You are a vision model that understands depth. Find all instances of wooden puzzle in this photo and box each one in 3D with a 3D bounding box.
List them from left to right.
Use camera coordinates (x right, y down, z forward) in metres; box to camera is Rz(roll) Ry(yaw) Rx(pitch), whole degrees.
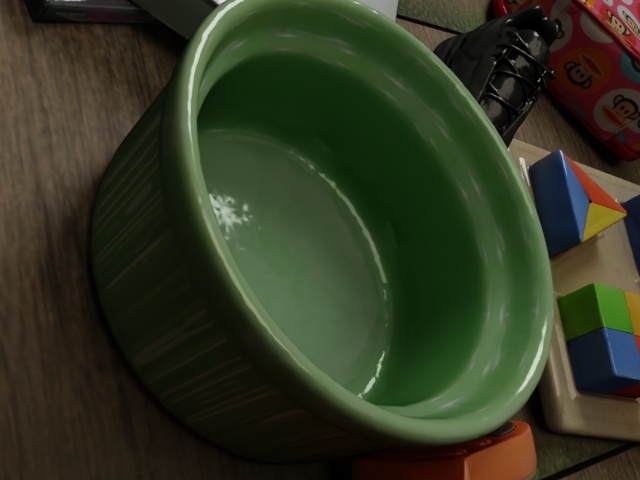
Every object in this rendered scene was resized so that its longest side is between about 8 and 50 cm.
[{"bbox_3d":[0.330,0.049,0.894,0.347,0.080,0.322,17,56,-37],"label":"wooden puzzle"}]

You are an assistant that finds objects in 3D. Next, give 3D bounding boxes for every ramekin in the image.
[{"bbox_3d":[0.000,0.000,0.561,0.303,0.148,0.303,22,53,-33],"label":"ramekin"}]

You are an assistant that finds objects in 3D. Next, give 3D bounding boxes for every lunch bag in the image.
[{"bbox_3d":[0.362,-0.272,1.084,0.293,0.120,0.258,43,44,-15],"label":"lunch bag"}]

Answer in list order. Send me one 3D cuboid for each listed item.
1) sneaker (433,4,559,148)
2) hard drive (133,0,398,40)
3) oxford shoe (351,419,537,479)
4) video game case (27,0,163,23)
[{"bbox_3d":[0.154,-0.138,0.803,0.109,0.130,0.286,41,46,-20],"label":"sneaker"},{"bbox_3d":[-0.026,-0.274,0.739,0.233,0.047,0.353,32,49,-26],"label":"hard drive"},{"bbox_3d":[0.015,0.208,0.474,0.363,0.130,0.133,-10,87,-39],"label":"oxford shoe"},{"bbox_3d":[-0.136,-0.263,0.680,0.274,0.026,0.196,-13,76,-48],"label":"video game case"}]
